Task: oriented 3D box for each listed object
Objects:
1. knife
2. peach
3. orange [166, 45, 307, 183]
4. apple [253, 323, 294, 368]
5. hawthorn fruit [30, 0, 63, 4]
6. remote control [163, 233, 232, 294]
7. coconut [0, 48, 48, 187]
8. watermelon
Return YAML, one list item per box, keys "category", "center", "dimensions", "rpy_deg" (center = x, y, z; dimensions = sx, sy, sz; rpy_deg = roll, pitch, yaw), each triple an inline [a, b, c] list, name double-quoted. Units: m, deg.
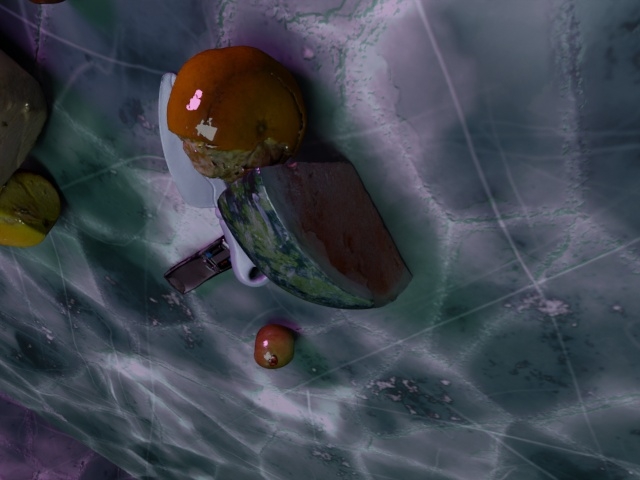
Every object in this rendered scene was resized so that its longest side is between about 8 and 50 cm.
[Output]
- category: "knife"
  center: [-0.156, -0.069, 0.707]
  dimensions: [0.080, 0.044, 0.332]
  rpy_deg: [-23, 116, 6]
- category: "peach"
  center: [-0.542, -0.056, 0.873]
  dimensions: [0.118, 0.151, 0.151]
  rpy_deg: [19, 139, 44]
- category: "orange"
  center: [-0.093, -0.138, 0.554]
  dimensions: [0.134, 0.156, 0.157]
  rpy_deg: [46, 156, 49]
- category: "apple"
  center: [-0.080, 0.188, 0.877]
  dimensions: [0.071, 0.084, 0.084]
  rpy_deg: [7, 133, 0]
- category: "hawthorn fruit"
  center: [-0.328, -0.300, 0.562]
  dimensions: [0.066, 0.103, 0.067]
  rpy_deg: [10, 123, 16]
- category: "remote control"
  center: [-0.201, 0.044, 0.850]
  dimensions: [0.059, 0.028, 0.212]
  rpy_deg: [45, 133, -19]
- category: "coconut"
  center: [-0.580, -0.198, 0.659]
  dimensions: [0.309, 0.298, 0.297]
  rpy_deg: [37, 136, -10]
- category: "watermelon"
  center: [0.000, 0.000, 0.624]
  dimensions: [0.176, 0.256, 0.260]
  rpy_deg: [-33, 106, -4]
